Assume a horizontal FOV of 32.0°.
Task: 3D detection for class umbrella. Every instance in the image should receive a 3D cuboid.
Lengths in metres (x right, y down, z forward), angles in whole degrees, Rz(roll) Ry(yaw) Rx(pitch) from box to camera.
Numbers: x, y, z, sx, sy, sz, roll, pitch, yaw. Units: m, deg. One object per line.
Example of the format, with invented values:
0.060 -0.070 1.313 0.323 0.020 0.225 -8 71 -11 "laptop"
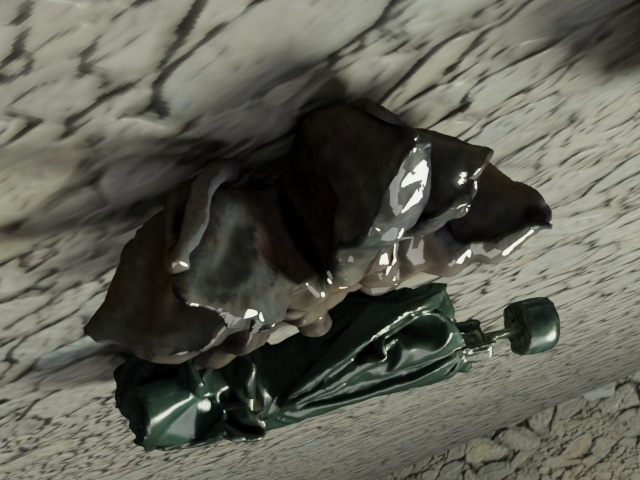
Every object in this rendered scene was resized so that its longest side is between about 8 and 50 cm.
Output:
0.016 0.085 0.852 0.349 0.094 0.143 -11 -179 -12 "umbrella"

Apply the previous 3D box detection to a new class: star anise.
0.000 0.000 0.552 0.236 0.093 0.229 -12 163 -21 "star anise"
